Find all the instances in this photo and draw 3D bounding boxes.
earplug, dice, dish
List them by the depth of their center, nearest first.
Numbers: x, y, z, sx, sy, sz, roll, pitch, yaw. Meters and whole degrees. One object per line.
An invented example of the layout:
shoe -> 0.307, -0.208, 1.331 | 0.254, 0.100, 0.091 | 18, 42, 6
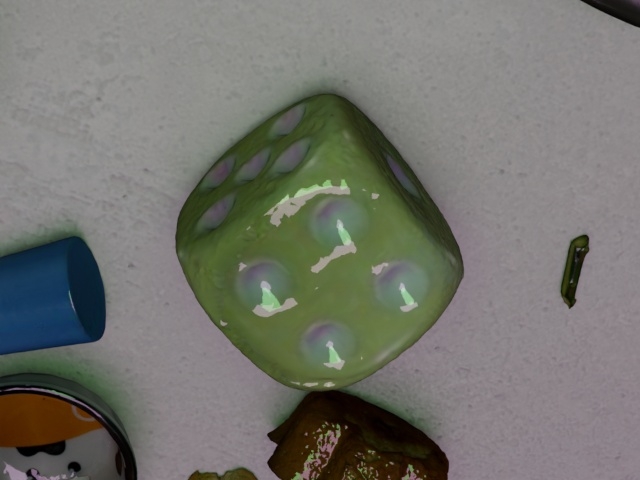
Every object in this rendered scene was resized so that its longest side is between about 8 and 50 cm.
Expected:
dice -> 0.000, 0.000, 1.377 | 0.250, 0.254, 0.252 | -36, 114, 13
earplug -> -0.417, 0.086, 1.470 | 0.273, 0.132, 0.132 | -12, 116, 6
dish -> -0.372, 0.282, 1.564 | 0.303, 0.120, 0.303 | -1, 116, -3

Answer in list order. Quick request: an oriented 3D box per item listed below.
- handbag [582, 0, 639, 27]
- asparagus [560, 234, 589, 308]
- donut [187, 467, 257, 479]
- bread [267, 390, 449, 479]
handbag -> 0.322, -0.391, 1.294 | 0.285, 0.113, 0.257 | 26, 104, -15
asparagus -> 0.329, 0.043, 1.545 | 0.021, 0.025, 0.108 | 0, 116, -14
donut -> -0.137, 0.367, 1.664 | 0.108, 0.043, 0.097 | -9, 115, 6
bread -> 0.055, 0.299, 1.546 | 0.247, 0.232, 0.135 | 26, 102, -7
